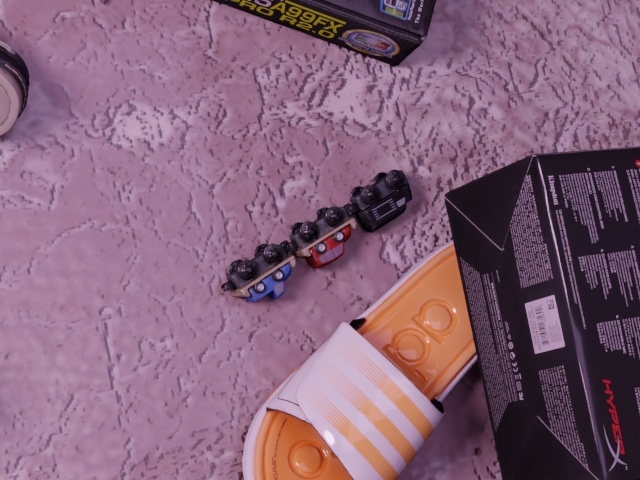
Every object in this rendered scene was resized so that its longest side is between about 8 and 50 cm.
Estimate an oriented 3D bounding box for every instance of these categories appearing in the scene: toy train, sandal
[{"bbox_3d":[0.000,0.000,1.121,0.158,0.027,0.036,-32,100,-21],"label":"toy train"},{"bbox_3d":[0.047,0.084,1.085,0.102,0.076,0.265,39,68,5],"label":"sandal"}]

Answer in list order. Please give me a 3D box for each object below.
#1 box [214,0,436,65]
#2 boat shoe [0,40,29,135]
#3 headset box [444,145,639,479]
[{"bbox_3d":[-0.001,-0.286,1.161,0.216,0.060,0.270,19,74,-13],"label":"box"},{"bbox_3d":[-0.286,-0.132,1.051,0.206,0.075,0.065,24,30,-6],"label":"boat shoe"},{"bbox_3d":[0.251,0.047,1.121,0.293,0.110,0.218,-7,81,-32],"label":"headset box"}]
